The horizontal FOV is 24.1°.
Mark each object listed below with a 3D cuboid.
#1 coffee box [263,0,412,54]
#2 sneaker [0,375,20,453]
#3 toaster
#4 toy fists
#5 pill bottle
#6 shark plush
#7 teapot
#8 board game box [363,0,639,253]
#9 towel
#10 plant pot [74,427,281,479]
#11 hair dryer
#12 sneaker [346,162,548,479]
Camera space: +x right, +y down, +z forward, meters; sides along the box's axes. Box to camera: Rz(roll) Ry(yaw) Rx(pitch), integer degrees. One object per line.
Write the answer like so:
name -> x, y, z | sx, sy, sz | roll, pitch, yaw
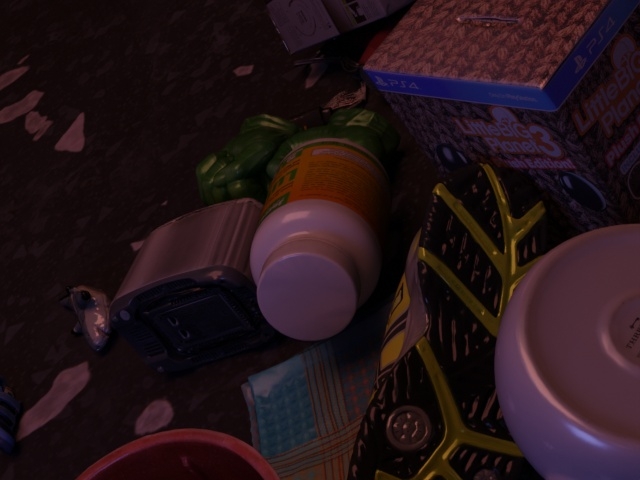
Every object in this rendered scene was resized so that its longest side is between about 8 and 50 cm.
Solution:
coffee box -> 0.047, -0.331, 1.916 | 0.141, 0.098, 0.246 | -34, 12, -29
sneaker -> -0.398, 0.210, 1.836 | 0.059, 0.053, 0.144 | -41, 34, -6
toaster -> -0.122, 0.045, 1.695 | 0.227, 0.129, 0.146 | -20, 36, 29
toy fists -> -0.039, -0.085, 1.796 | 0.279, 0.096, 0.142 | 1, 51, 43
pill bottle -> 0.000, 0.000, 1.572 | 0.136, 0.136, 0.246 | -26, 21, 19
shark plush -> -0.305, 0.090, 1.890 | 0.161, 0.073, 0.067 | 17, 93, 47
teapot -> 0.256, 0.121, 1.199 | 0.256, 0.187, 0.253 | -14, 53, -8
board game box -> 0.223, -0.098, 1.377 | 0.232, 0.291, 0.141 | 14, 60, 51
towel -> 0.054, 0.197, 1.423 | 0.271, 0.040, 0.370 | -31, 34, 14
plant pot -> -0.065, 0.325, 1.155 | 0.272, 0.265, 0.272 | -20, 47, 24
hair dryer -> 0.075, -0.257, 1.903 | 0.293, 0.080, 0.224 | -23, 36, 22
sneaker -> 0.115, 0.130, 1.320 | 0.147, 0.145, 0.385 | 103, -174, -71
